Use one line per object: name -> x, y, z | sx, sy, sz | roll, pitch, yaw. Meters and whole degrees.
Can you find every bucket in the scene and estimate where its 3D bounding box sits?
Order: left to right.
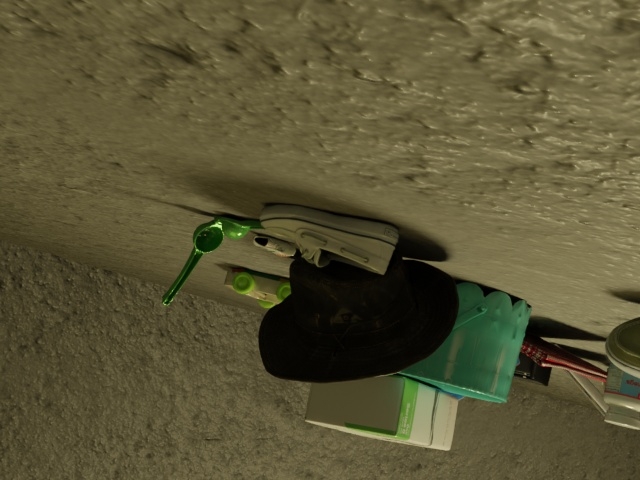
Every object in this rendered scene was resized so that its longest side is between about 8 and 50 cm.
bucket -> 0.246, 0.186, 1.505 | 0.281, 0.183, 0.281 | 15, 168, 3

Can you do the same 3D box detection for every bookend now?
bookend -> 0.555, 0.350, 2.269 | 0.156, 0.072, 0.157 | 9, 168, 32

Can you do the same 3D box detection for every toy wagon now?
toy wagon -> -0.077, 0.150, 2.133 | 0.344, 0.068, 0.267 | 12, 170, 13

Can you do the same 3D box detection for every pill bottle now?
pill bottle -> 0.600, 0.280, 1.561 | 0.087, 0.160, 0.087 | 14, 170, 3

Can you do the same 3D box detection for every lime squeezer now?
lime squeezer -> -0.169, 0.002, 1.384 | 0.310, 0.110, 0.059 | -27, 129, 29

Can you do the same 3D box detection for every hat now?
hat -> 0.037, 0.078, 1.223 | 0.331, 0.331, 0.134 | 6, 129, 41

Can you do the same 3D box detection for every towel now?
towel -> 0.467, 0.233, 1.700 | 0.199, 0.031, 0.275 | 19, -176, -23

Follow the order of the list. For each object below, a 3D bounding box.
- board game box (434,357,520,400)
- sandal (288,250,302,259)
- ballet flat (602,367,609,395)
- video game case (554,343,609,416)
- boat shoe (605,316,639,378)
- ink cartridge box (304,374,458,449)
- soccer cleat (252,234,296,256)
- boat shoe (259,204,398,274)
board game box -> 0.285, 0.329, 2.001 | 0.308, 0.086, 0.302 | -26, -177, -18
sandal -> -0.015, 0.051, 1.565 | 0.179, 0.040, 0.067 | 17, 170, -13
ballet flat -> 0.782, 0.367, 1.853 | 0.139, 0.139, 0.400 | 17, 170, -9
video game case -> 0.629, 0.340, 1.928 | 0.201, 0.023, 0.183 | 52, -175, 23
boat shoe -> 0.530, 0.131, 1.089 | 0.302, 0.109, 0.094 | -6, 143, 41
ink cartridge box -> 0.127, 0.334, 1.589 | 0.198, 0.114, 0.273 | 2, 163, 32
soccer cleat -> -0.086, 0.009, 1.481 | 0.083, 0.029, 0.035 | 19, 175, 6
boat shoe -> 0.000, 0.000, 1.160 | 0.226, 0.075, 0.083 | 8, 168, 34
